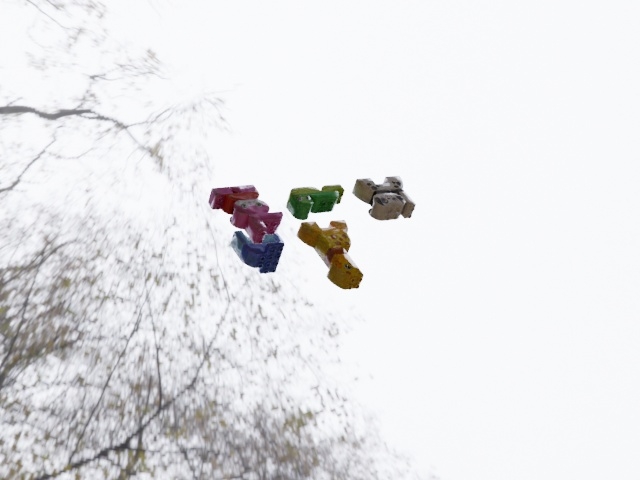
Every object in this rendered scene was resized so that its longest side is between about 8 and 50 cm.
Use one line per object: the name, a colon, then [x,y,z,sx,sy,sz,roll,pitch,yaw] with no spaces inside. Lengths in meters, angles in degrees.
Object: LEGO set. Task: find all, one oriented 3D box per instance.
LEGO set: [0.000,0.000,1.136,0.227,0.093,0.087,-7,-47,-32]
